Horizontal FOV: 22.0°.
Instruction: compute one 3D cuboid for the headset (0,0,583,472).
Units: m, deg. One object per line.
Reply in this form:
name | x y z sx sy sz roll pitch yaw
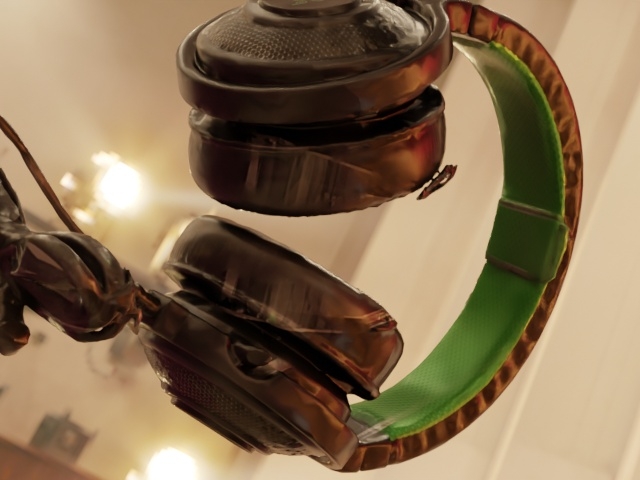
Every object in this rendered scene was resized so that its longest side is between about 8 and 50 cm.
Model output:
headset | 0.000 0.000 0.767 0.394 0.243 0.185 3 14 -42
